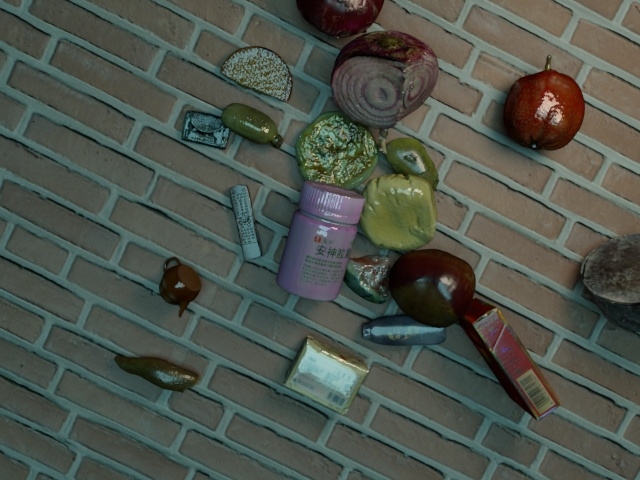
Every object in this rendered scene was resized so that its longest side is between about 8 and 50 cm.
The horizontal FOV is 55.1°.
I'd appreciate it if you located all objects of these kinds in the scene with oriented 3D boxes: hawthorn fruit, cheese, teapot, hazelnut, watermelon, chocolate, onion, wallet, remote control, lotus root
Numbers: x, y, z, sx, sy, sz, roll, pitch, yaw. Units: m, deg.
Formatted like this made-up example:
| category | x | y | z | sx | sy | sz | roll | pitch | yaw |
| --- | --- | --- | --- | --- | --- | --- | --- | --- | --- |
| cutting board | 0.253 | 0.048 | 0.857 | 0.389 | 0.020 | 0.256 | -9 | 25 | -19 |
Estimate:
| category | x | y | z | sx | sy | sz | roll | pitch | yaw |
| --- | --- | --- | --- | --- | --- | --- | --- | --- | --- |
| hawthorn fruit | 0.599 | -0.369 | 1.640 | 0.205 | 0.205 | 0.253 | 14 | 88 | -2 |
| cheese | 0.209 | -0.073 | 1.664 | 0.214 | 0.117 | 0.225 | -3 | 116 | 11 |
| teapot | -0.398 | 0.126 | 1.691 | 0.116 | 0.116 | 0.173 | -25 | 67 | 0 |
| hazelnut | 0.299 | 0.117 | 1.662 | 0.230 | 0.229 | 0.229 | 0 | 93 | -2 |
| watermelon | 0.136 | 0.089 | 1.718 | 0.187 | 0.071 | 0.139 | 44 | 87 | -3 |
| chocolate | 0.875 | 0.144 | 1.653 | 0.303 | 0.303 | 0.212 | -28 | 119 | 0 |
| onion | 0.057 | -0.662 | 1.614 | 0.247 | 0.190 | 0.246 | 3 | 80 | -14 |
| wallet | -0.317 | -0.309 | 1.702 | 0.130 | 0.026 | 0.088 | 13 | 93 | -3 |
| onion | 0.171 | -0.439 | 1.617 | 0.256 | 0.272 | 0.230 | 36 | 53 | -1 |
| remote control | -0.210 | -0.052 | 1.719 | 0.059 | 0.028 | 0.211 | -11 | 93 | 3 |
| lotus root | -0.181 | -0.315 | 1.673 | 0.183 | 0.077 | 0.090 | 29 | 49 | 0 |

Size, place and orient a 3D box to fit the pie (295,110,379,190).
| category | x | y | z | sx | sy | sz | roll | pitch | yaw |
| --- | --- | --- | --- | --- | --- | --- | --- | --- | --- |
| pie | 0.047 | -0.242 | 1.702 | 0.241 | 0.054 | 0.240 | 0 | 92 | -2 |

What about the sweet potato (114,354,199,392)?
| category | x | y | z | sx | sy | sz | roll | pitch | yaw |
| --- | --- | --- | --- | --- | --- | --- | --- | --- | --- |
| sweet potato | -0.462 | 0.368 | 1.710 | 0.244 | 0.077 | 0.077 | 17 | 92 | -3 |

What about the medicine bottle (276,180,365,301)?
| category | x | y | z | sx | sy | sz | roll | pitch | yaw |
| --- | --- | --- | --- | --- | --- | --- | --- | --- | --- |
| medicine bottle | 0.000 | 0.000 | 1.631 | 0.178 | 0.178 | 0.290 | 16 | 102 | -2 |

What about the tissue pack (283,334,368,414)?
| category | x | y | z | sx | sy | sz | roll | pitch | yaw |
| --- | --- | --- | --- | --- | --- | --- | --- | --- | --- |
| tissue pack | 0.014 | 0.373 | 1.715 | 0.196 | 0.092 | 0.148 | 28 | 92 | -4 |

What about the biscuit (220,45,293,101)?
| category | x | y | z | sx | sy | sz | roll | pitch | yaw |
| --- | --- | --- | --- | --- | --- | --- | --- | --- | --- |
| biscuit | -0.165 | -0.470 | 1.699 | 0.206 | 0.025 | 0.125 | 23 | 93 | -4 |

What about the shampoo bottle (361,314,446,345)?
| category | x | y | z | sx | sy | sz | roll | pitch | yaw |
| --- | --- | --- | --- | --- | --- | --- | --- | --- | --- |
| shampoo bottle | 0.235 | 0.254 | 1.735 | 0.234 | 0.049 | 0.086 | 0 | 91 | -1 |

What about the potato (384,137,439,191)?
| category | x | y | z | sx | sy | sz | roll | pitch | yaw |
| --- | --- | --- | --- | --- | --- | --- | --- | --- | --- |
| potato | 0.258 | -0.207 | 1.696 | 0.105 | 0.085 | 0.188 | -36 | 98 | 6 |

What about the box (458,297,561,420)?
| category | x | y | z | sx | sy | sz | roll | pitch | yaw |
| --- | --- | --- | --- | --- | --- | --- | --- | --- | --- |
| box | 0.501 | 0.315 | 1.671 | 0.089 | 0.197 | 0.313 | -34 | 93 | 0 |
